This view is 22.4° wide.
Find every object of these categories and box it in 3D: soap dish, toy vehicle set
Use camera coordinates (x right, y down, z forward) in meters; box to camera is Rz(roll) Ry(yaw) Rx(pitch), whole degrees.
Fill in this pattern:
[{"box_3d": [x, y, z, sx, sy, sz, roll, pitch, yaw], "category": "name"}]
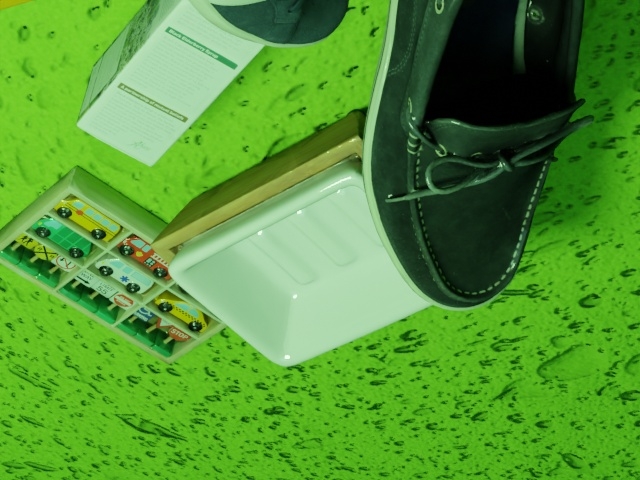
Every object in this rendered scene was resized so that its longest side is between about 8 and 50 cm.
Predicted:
[{"box_3d": [0.000, 0.000, 1.736, 0.291, 0.118, 0.229, -26, 127, 31], "category": "soap dish"}, {"box_3d": [-0.225, 0.034, 1.865, 0.267, 0.035, 0.166, 34, 131, -25], "category": "toy vehicle set"}]

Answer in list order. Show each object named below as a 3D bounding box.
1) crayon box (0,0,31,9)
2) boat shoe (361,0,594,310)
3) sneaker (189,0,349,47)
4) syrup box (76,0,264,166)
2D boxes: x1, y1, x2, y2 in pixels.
[{"box_3d": [-0.288, -0.300, 1.442, 0.323, 0.083, 0.203, -12, 153, 21], "category": "crayon box"}, {"box_3d": [0.148, -0.121, 1.489, 0.187, 0.156, 0.500, -14, 130, -19], "category": "boat shoe"}, {"box_3d": [-0.053, -0.259, 1.345, 0.148, 0.131, 0.350, 10, 167, 38], "category": "sneaker"}, {"box_3d": [-0.136, -0.185, 1.570, 0.096, 0.093, 0.237, 29, 135, -22], "category": "syrup box"}]
